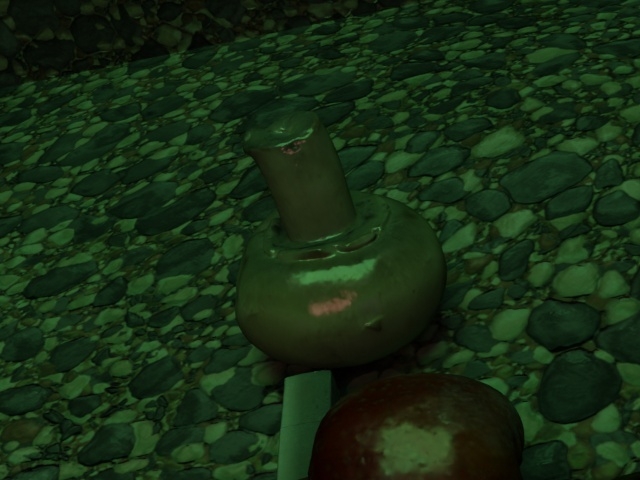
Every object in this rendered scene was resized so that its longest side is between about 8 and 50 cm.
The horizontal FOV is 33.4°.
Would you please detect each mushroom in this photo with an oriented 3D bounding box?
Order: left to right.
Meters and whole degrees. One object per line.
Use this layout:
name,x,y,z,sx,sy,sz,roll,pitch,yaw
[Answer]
mushroom,0.000,0.000,1.439,0.314,0.336,0.314,-19,25,9

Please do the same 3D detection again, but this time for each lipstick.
lipstick,-0.012,0.280,1.254,0.068,0.066,0.317,-12,31,9

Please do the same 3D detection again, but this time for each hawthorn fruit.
hawthorn fruit,0.095,0.236,1.085,0.231,0.263,0.235,-48,4,40

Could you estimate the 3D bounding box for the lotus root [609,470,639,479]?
lotus root,0.351,0.289,1.056,0.183,0.078,0.203,-23,33,-9
